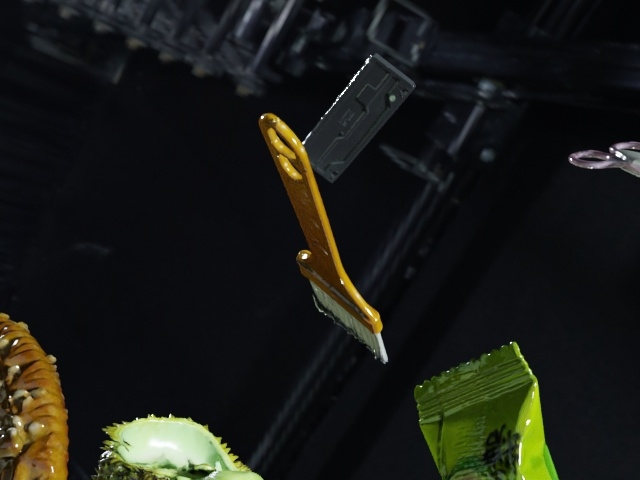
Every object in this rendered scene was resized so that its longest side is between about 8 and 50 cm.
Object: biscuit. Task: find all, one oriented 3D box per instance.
[{"bbox_3d":[-0.273,0.191,0.873,0.305,0.038,0.305,-25,-127,37],"label":"biscuit"}]

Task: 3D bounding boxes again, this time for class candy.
[{"bbox_3d":[0.153,0.218,1.056,0.149,0.069,0.246,-26,-102,42],"label":"candy"}]

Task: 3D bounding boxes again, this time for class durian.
[{"bbox_3d":[-0.165,0.316,1.504,0.237,0.200,0.176,28,-89,21],"label":"durian"}]

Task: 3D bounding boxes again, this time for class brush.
[{"bbox_3d":[0.000,0.000,0.921,0.017,0.314,0.090,-43,-118,-13],"label":"brush"}]

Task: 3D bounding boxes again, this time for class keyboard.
[{"bbox_3d":[0.031,-0.116,1.235,0.155,0.053,0.010,-48,-172,41],"label":"keyboard"}]

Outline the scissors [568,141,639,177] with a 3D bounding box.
[{"bbox_3d":[0.300,-0.066,1.159,0.176,0.085,0.022,-145,-133,-64],"label":"scissors"}]
